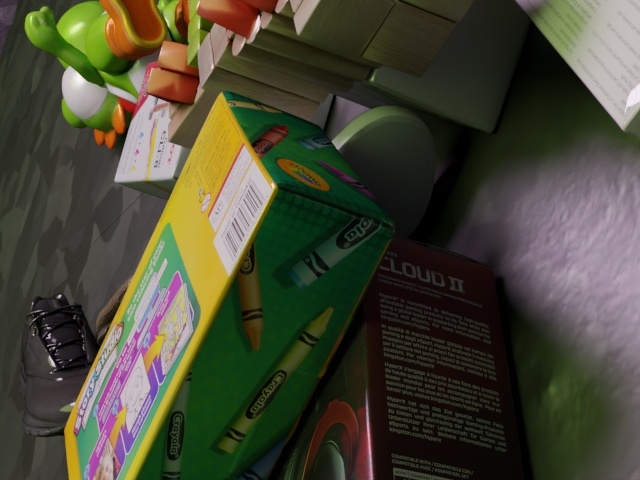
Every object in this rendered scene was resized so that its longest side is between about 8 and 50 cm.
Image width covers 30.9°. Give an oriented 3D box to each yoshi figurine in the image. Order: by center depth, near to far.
[{"bbox_3d":[-0.258,-0.261,1.464,0.362,0.203,0.203,-28,34,58],"label":"yoshi figurine"}]

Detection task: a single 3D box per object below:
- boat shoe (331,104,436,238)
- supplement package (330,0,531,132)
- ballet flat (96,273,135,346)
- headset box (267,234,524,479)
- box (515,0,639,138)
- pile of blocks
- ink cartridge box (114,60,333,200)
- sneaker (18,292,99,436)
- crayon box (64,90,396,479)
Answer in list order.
[{"bbox_3d":[0.000,0.000,0.864,0.258,0.095,0.084,-61,27,27],"label":"boat shoe"},{"bbox_3d":[0.057,-0.150,0.843,0.179,0.105,0.105,22,93,64],"label":"supplement package"},{"bbox_3d":[-0.176,0.056,1.207,0.250,0.084,0.058,140,139,-56],"label":"ballet flat"},{"bbox_3d":[0.017,0.149,0.721,0.218,0.110,0.293,-46,36,43],"label":"headset box"},{"bbox_3d":[0.156,-0.162,0.702,0.067,0.063,0.324,-60,28,25],"label":"box"},{"bbox_3d":[-0.033,-0.161,0.775,0.362,0.112,0.149,-17,61,60],"label":"pile of blocks"},{"bbox_3d":[-0.093,-0.095,1.078,0.176,0.127,0.128,4,77,63],"label":"ink cartridge box"},{"bbox_3d":[-0.295,0.137,1.311,0.286,0.109,0.130,-158,64,-62],"label":"sneaker"},{"bbox_3d":[-0.070,0.065,0.725,0.278,0.081,0.165,-63,25,17],"label":"crayon box"}]
